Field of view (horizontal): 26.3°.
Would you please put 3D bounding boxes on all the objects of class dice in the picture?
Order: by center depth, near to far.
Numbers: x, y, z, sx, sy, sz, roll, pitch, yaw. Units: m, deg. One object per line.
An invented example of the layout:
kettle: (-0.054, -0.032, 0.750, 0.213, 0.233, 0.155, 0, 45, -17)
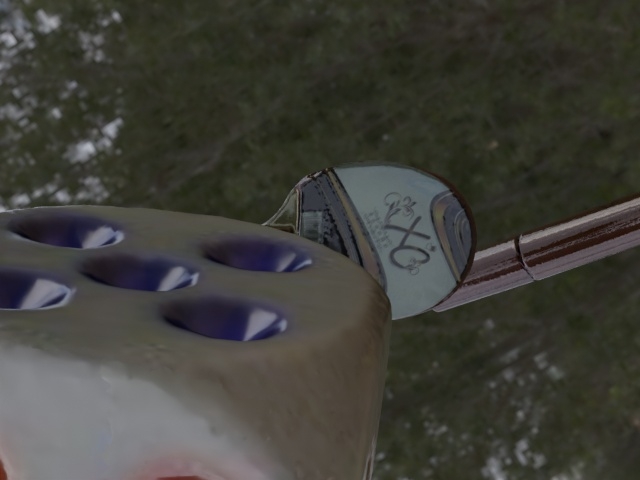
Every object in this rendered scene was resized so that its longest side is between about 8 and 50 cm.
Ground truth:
dice: (-0.103, 0.135, 0.702, 0.243, 0.251, 0.259, -61, -21, -74)

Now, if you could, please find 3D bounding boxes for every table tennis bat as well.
table tennis bat: (0.000, 0.000, 1.316, 0.022, 0.301, 0.173, -97, 9, -63)

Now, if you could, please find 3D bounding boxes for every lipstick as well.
lipstick: (0.268, 0.002, 1.474, 0.057, 0.357, 0.057, 34, -135, -42)
